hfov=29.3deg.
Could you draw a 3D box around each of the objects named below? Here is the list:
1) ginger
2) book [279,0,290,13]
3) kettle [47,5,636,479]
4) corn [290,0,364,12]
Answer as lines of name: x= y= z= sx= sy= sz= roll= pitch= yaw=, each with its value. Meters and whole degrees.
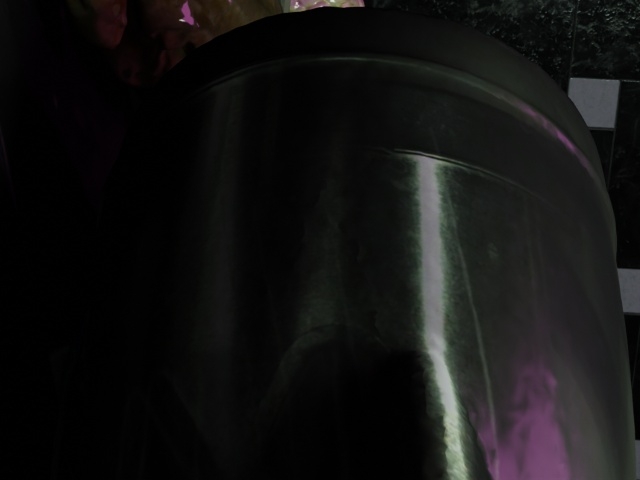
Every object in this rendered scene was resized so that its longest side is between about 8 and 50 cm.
ginger: x=-0.077 y=-0.134 z=0.644 sx=0.333 sy=0.080 sz=0.166 roll=64 pitch=21 yaw=-50
book: x=-0.063 y=-0.137 z=0.867 sx=0.215 sy=0.025 sz=0.283 roll=63 pitch=26 yaw=-61
kettle: x=-0.006 y=0.122 z=0.482 sx=0.324 sy=0.228 sz=0.321 roll=-85 pitch=-165 yaw=-47
corn: x=0.000 y=-0.190 z=1.197 sx=0.127 sy=0.126 sz=0.335 roll=-88 pitch=164 yaw=-59
